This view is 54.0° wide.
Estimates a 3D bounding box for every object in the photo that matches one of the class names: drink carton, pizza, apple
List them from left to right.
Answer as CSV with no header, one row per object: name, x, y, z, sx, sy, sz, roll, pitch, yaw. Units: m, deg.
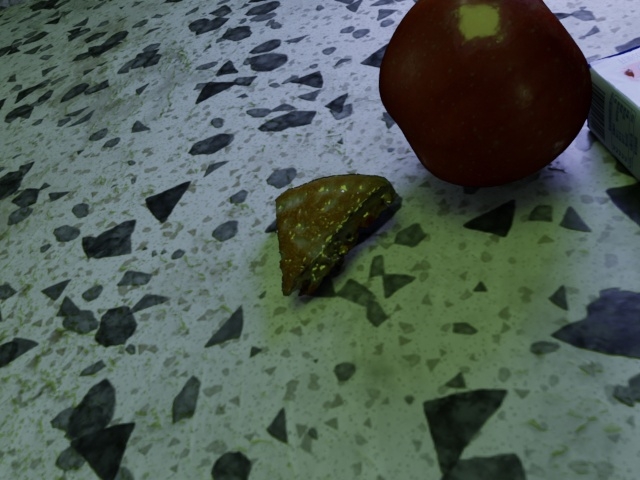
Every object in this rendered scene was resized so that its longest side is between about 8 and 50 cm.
pizza,0.000,0.000,0.808,0.188,0.062,0.198,-4,49,38
apple,0.199,-0.193,0.780,0.217,0.260,0.260,-36,37,21
drink carton,0.429,-0.111,0.700,0.131,0.106,0.314,-20,41,5
